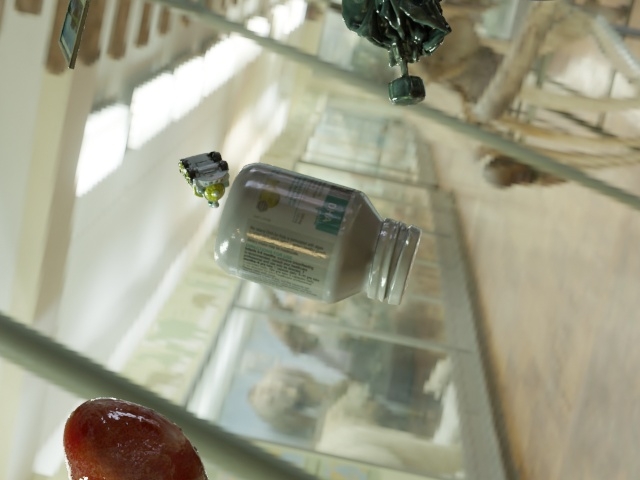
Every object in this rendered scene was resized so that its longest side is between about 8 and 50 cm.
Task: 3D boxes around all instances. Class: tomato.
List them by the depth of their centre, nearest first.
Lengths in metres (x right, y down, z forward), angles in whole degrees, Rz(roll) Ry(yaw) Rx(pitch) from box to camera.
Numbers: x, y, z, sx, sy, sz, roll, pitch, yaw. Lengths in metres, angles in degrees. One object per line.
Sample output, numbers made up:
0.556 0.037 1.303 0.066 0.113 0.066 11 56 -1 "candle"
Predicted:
-0.226 0.273 1.483 0.082 0.174 0.166 -45 -49 -66 "tomato"

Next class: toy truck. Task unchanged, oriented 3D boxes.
-0.194 -0.101 2.150 0.111 0.076 0.077 -129 30 -55 "toy truck"

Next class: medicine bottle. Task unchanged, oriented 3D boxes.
0.000 0.000 1.428 0.135 0.215 0.135 16 -90 -84 "medicine bottle"

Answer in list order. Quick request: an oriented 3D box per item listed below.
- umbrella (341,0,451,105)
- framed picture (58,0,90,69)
0.096 -0.353 1.712 0.094 0.143 0.349 9 -107 -53 "umbrella"
-0.367 -0.326 1.886 0.149 0.011 0.109 -127 52 -61 "framed picture"
